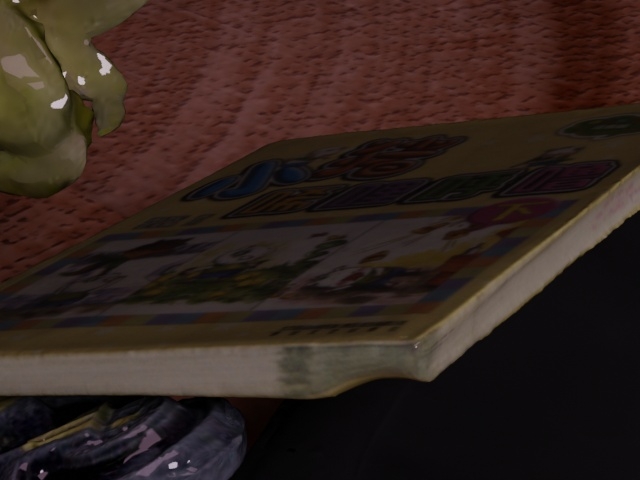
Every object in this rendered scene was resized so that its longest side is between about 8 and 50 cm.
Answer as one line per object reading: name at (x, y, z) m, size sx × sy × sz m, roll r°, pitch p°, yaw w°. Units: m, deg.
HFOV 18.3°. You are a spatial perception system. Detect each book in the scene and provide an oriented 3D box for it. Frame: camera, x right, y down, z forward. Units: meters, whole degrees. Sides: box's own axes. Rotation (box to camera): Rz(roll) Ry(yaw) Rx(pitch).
book at (0.000, 0.000, 0.532) m, size 0.168 × 0.013 × 0.192 m, roll -4°, pitch 17°, yaw 34°

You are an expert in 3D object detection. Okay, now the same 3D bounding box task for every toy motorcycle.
toy motorcycle at (-0.094, 0.068, 0.517) m, size 0.124 × 0.061 × 0.193 m, roll -31°, pitch 13°, yaw -17°

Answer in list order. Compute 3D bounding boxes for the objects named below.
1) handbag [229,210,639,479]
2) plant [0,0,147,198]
handbag at (0.093, 0.081, 0.502) m, size 0.244 × 0.088 × 0.275 m, roll 14°, pitch 33°, yaw 21°
plant at (-0.177, -0.126, 0.711) m, size 0.306 × 0.261 × 0.297 m, roll 26°, pitch 40°, yaw 23°
